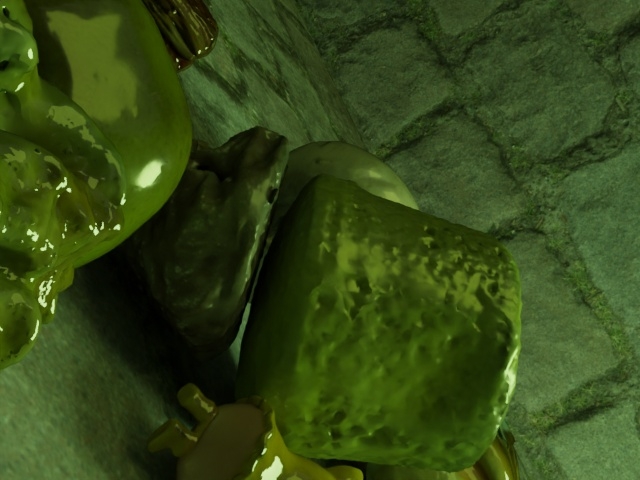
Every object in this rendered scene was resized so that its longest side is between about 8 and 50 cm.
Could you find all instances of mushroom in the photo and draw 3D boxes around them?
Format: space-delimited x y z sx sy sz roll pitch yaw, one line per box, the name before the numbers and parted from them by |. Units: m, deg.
mushroom | 0.016 -0.028 1.550 0.315 0.315 0.356 66 12 26

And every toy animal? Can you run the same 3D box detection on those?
toy animal | -0.067 0.243 0.965 0.230 0.156 0.156 41 18 -17

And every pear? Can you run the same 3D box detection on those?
pear | -0.254 -0.110 0.812 0.287 0.287 0.375 59 -1 -3

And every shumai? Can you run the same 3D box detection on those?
shumai | -0.189 -0.012 1.081 0.314 0.262 0.267 107 0 -51

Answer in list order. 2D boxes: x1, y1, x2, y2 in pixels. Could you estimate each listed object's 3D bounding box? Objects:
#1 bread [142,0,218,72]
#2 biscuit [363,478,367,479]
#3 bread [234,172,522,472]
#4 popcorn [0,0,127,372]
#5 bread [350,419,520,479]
bread | -0.284 -0.369 1.448 0.277 0.167 0.324 54 5 -20
biscuit | 0.102 0.436 1.409 0.182 0.034 0.215 58 11 12
bread | 0.065 0.108 1.149 0.348 0.307 0.348 -169 -90 -87
popcorn | -0.270 -0.011 0.429 0.312 0.312 0.312 55 14 -21
bread | 0.185 0.333 1.441 0.300 0.210 0.341 53 10 20
